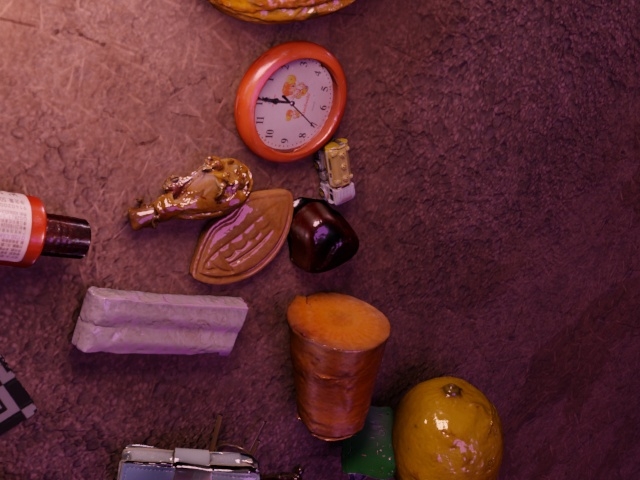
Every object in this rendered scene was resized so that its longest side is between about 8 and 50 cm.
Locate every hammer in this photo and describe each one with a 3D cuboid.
[{"bbox_3d":[-0.111,0.487,1.836,0.178,0.021,0.065,9,109,-39],"label":"hammer"}]

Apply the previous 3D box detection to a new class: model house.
[{"bbox_3d":[0.086,0.430,1.878,0.117,0.167,0.088,9,140,-11],"label":"model house"}]

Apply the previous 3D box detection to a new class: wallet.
[{"bbox_3d":[-0.239,0.456,1.623,0.250,0.075,0.176,8,108,-10],"label":"wallet"}]

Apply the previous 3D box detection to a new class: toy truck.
[{"bbox_3d":[0.027,-0.121,1.575,0.052,0.063,0.123,-26,127,-24],"label":"toy truck"}]

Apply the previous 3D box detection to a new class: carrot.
[{"bbox_3d":[0.018,0.245,1.698,0.196,0.196,0.254,-13,125,-31],"label":"carrot"}]

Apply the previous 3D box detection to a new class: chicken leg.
[{"bbox_3d":[-0.201,-0.070,1.423,0.207,0.085,0.101,-21,168,-18],"label":"chicken leg"}]

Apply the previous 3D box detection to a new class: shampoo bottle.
[{"bbox_3d":[-0.452,-0.018,1.251,0.278,0.104,0.104,9,108,-39],"label":"shampoo bottle"}]

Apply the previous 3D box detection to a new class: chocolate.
[{"bbox_3d":[0.000,0.000,1.611,0.125,0.080,0.149,-52,134,-2],"label":"chocolate"}]

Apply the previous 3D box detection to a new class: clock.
[{"bbox_3d":[-0.047,-0.223,1.472,0.205,0.051,0.205,-18,125,-28],"label":"clock"}]

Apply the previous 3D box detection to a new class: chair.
[{"bbox_3d":[-0.172,0.442,1.724,0.095,0.104,0.221,12,105,-58],"label":"chair"}]

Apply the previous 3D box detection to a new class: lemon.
[{"bbox_3d":[0.263,0.432,1.928,0.260,0.260,0.284,-8,95,-33],"label":"lemon"}]

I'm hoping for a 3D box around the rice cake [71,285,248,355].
[{"bbox_3d":[-0.261,0.139,1.515,0.298,0.050,0.106,8,109,-39],"label":"rice cake"}]

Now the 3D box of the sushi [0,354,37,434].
[{"bbox_3d":[-0.622,0.240,1.297,0.343,0.064,0.359,-32,129,-18],"label":"sushi"}]

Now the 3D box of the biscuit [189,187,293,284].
[{"bbox_3d":[-0.129,-0.003,1.549,0.221,0.029,0.142,-39,131,-14],"label":"biscuit"}]

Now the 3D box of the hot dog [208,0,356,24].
[{"bbox_3d":[-0.015,-0.465,1.279,0.387,0.174,0.267,-31,127,-18],"label":"hot dog"}]
